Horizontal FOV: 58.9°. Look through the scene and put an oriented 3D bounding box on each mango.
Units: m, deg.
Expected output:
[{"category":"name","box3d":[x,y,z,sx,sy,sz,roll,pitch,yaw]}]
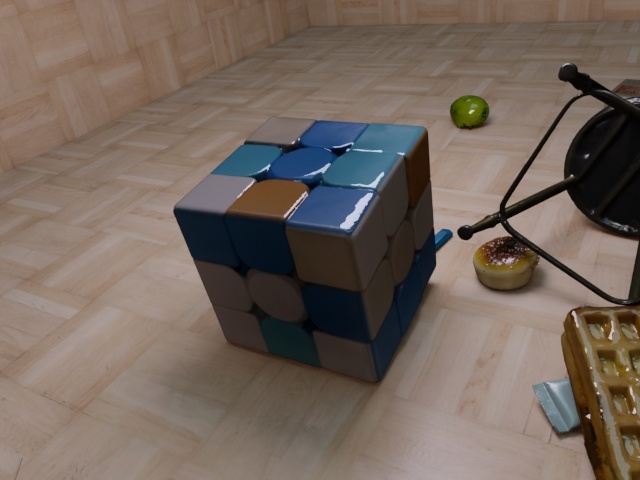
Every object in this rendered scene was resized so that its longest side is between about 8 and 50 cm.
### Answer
[{"category":"mango","box3d":[0.501,-0.445,1.933,0.119,0.100,0.178,-16,24,-8]}]

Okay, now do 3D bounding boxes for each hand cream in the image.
[{"category":"hand cream","box3d":[0.507,0.225,0.888,0.332,0.058,0.085,-15,47,-1]}]

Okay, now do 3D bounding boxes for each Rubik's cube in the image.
[{"category":"Rubik's cube","box3d":[0.000,0.000,1.064,0.347,0.346,0.344,8,42,27]}]

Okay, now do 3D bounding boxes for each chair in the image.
[{"category":"chair","box3d":[0.573,-0.104,1.081,0.362,0.364,0.410,39,37,20]}]

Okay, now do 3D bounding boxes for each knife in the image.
[{"category":"knife","box3d":[0.220,0.044,1.273,0.044,0.026,0.297,21,40,35]}]

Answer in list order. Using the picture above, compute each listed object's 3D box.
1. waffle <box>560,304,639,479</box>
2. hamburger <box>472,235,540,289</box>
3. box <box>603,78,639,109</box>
[{"category":"waffle","box3d":[0.473,0.239,0.777,0.225,0.098,0.327,-5,47,11]},{"category":"hamburger","box3d":[0.390,0.040,1.181,0.141,0.081,0.126,-9,31,0]},{"category":"box","box3d":[1.055,-0.480,1.896,0.141,0.058,0.201,22,43,39]}]
